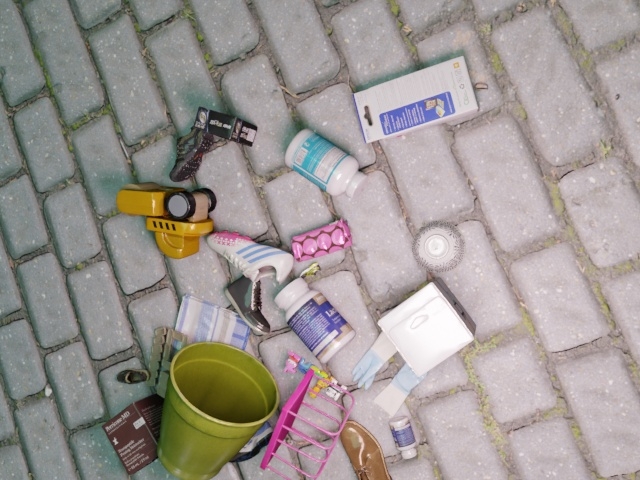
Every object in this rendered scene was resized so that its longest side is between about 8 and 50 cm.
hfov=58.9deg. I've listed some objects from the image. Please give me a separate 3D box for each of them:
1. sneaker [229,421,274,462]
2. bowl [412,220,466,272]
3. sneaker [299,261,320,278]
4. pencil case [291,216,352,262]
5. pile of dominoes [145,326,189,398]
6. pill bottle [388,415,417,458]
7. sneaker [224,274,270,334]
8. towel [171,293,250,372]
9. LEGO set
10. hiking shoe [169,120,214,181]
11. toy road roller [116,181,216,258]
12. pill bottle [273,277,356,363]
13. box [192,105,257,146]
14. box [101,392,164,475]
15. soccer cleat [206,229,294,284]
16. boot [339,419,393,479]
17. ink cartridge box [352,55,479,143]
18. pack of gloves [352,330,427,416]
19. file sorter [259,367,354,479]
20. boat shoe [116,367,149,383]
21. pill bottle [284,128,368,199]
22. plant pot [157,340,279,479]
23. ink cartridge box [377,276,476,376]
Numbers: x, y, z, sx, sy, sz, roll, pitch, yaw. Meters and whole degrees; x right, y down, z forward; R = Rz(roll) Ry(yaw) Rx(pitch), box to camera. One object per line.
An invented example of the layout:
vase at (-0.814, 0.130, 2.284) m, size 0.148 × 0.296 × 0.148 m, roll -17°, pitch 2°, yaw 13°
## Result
sneaker at (-0.244, 0.697, 1.963) m, size 0.211 × 0.080 × 0.081 m, roll -40°, pitch 56°, yaw 13°
bowl at (0.368, 0.020, 1.778) m, size 0.170 × 0.080 × 0.170 m, roll 0°, pitch 90°, yaw 16°
sneaker at (-0.035, 0.110, 1.922) m, size 0.083 × 0.031 × 0.035 m, roll -40°, pitch 79°, yaw 12°
pencil case at (0.000, 0.000, 1.884) m, size 0.209 × 0.095 × 0.098 m, roll -20°, pitch 119°, yaw 14°
pile of dominoes at (-0.548, 0.441, 2.060) m, size 0.196 × 0.040 × 0.251 m, roll 14°, pitch 94°, yaw 38°
pill bottle at (0.266, 0.628, 1.805) m, size 0.067 × 0.067 × 0.120 m, roll -19°, pitch 84°, yaw 16°
sneaker at (-0.227, 0.213, 1.951) m, size 0.118 × 0.083 × 0.222 m, roll -45°, pitch 77°, yaw 11°
towel at (-0.394, 0.331, 2.026) m, size 0.285 × 0.034 × 0.209 m, roll 18°, pitch 95°, yaw 16°
LEGO set at (-0.026, 0.468, 1.883) m, size 0.227 × 0.087 × 0.093 m, roll 30°, pitch 82°, yaw 15°
hiking shoe at (-0.482, -0.317, 2.047) m, size 0.114 × 0.086 × 0.227 m, roll 39°, pitch 94°, yaw 27°
toy road roller at (-0.538, -0.070, 1.994) m, size 0.329 × 0.202 × 0.241 m, roll 9°, pitch 101°, yaw 16°
pill bottle at (-0.022, 0.258, 1.853) m, size 0.153 × 0.153 × 0.265 m, roll -45°, pitch 78°, yaw 11°
box at (-0.322, -0.388, 1.938) m, size 0.147 × 0.180 × 0.078 m, roll 19°, pitch 96°, yaw 17°
box at (-0.626, 0.685, 2.020) m, size 0.168 × 0.167 × 0.203 m, roll -38°, pitch 79°, yaw 13°
soccer cleat at (-0.255, 0.061, 1.928) m, size 0.331 × 0.116 × 0.143 m, roll 12°, pitch 67°, yaw 17°
boot at (0.149, 0.726, 1.816) m, size 0.112 × 0.115 × 0.305 m, roll -32°, pitch 79°, yaw 16°
ink cartridge box at (0.300, -0.441, 1.813) m, size 0.370 × 0.069 × 0.176 m, roll -15°, pitch 86°, yaw 14°
pack of gloves at (0.215, 0.429, 1.818) m, size 0.195 × 0.046 × 0.232 m, roll 39°, pitch 109°, yaw 16°
file sorter at (-0.035, 0.600, 1.779) m, size 0.182 × 0.202 × 0.291 m, roll 26°, pitch 122°, yaw 11°
boat shoe at (-0.706, 0.505, 2.103) m, size 0.152 × 0.049 × 0.056 m, roll -12°, pitch 85°, yaw 24°
pill bottle at (0.023, -0.242, 1.851) m, size 0.264 × 0.146 × 0.146 m, roll 35°, pitch 99°, yaw 14°
plant pot at (-0.374, 0.588, 1.869) m, size 0.366 × 0.366 × 0.353 m, roll 34°, pitch 113°, yaw 14°
ink cartridge box at (0.325, 0.248, 1.688) m, size 0.198 × 0.270 × 0.197 m, roll -38°, pitch 79°, yaw 13°
